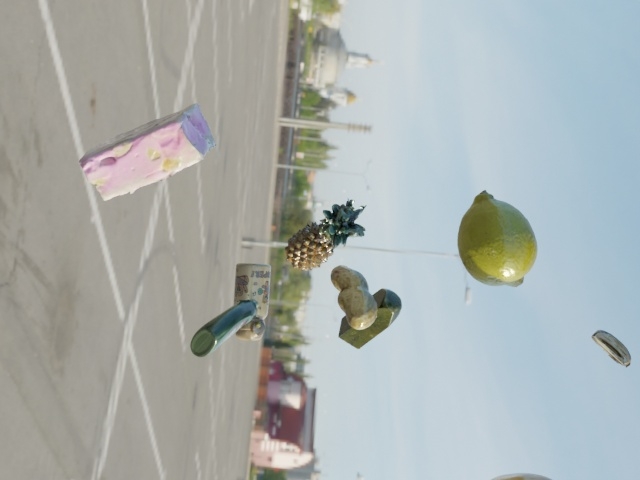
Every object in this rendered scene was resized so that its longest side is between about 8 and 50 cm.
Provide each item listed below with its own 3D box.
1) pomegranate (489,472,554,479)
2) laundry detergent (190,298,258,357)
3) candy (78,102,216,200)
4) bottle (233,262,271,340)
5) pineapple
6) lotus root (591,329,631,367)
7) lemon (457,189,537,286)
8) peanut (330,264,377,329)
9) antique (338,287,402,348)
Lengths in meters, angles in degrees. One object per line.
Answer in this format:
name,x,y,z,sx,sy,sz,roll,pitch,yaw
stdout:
pomegranate,0.504,0.772,1.797,0.411,0.411,0.412,-174,-90,-88
laundry detergent,-0.232,0.209,1.863,0.211,0.063,0.137,-37,169,-50
candy,-0.370,-0.191,1.614,0.155,0.265,0.116,-68,137,-67
bottle,-0.185,0.168,2.020,0.110,0.097,0.209,-4,-98,53
pineapple,0.000,-0.001,1.390,0.103,0.083,0.221,-34,178,-41
lotus root,0.548,0.200,1.388,0.030,0.083,0.037,-42,166,-3
lemon,0.422,0.002,1.791,0.184,0.184,0.249,-169,-124,-88
peanut,0.094,0.152,2.085,0.228,0.104,0.086,-109,-161,-44
antique,0.151,0.226,2.166,0.221,0.080,0.081,-41,-156,41
